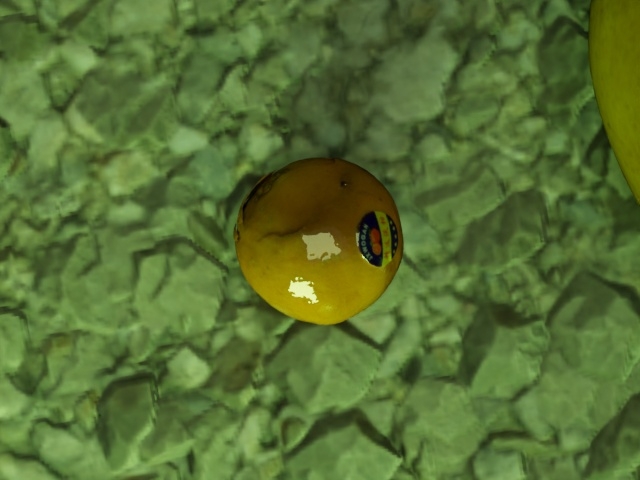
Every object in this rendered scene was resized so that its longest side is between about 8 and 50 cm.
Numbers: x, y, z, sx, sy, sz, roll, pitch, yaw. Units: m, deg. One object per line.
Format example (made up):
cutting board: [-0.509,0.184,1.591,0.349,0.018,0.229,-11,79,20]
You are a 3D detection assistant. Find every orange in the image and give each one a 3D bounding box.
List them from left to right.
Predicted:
orange: [-0.001,0.000,0.929,0.083,0.083,0.084,0,92,-3]

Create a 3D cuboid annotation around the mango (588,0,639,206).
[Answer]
mango: [0.245,-0.047,0.897,0.211,0.173,0.317,-18,100,-2]
